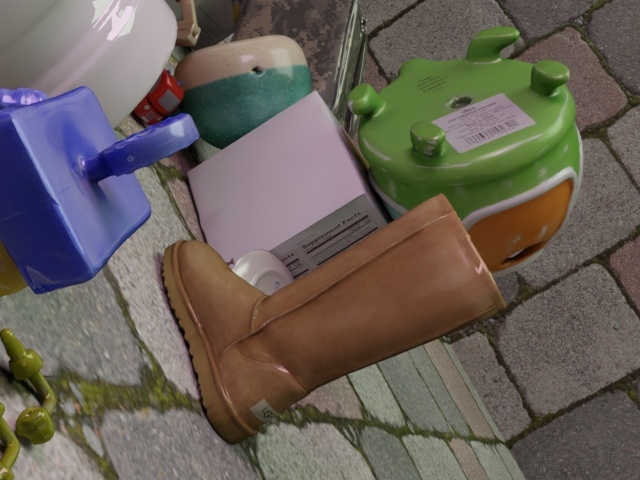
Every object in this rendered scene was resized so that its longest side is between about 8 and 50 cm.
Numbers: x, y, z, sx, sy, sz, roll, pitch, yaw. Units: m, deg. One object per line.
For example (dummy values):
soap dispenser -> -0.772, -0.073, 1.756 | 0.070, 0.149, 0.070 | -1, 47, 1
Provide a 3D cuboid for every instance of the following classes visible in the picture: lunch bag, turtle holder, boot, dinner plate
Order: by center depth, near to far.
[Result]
boot -> 0.004, 0.036, 0.907 | 0.089, 0.269, 0.236 | 49, 13, -54
dinner plate -> -0.054, 0.078, 1.055 | 0.141, 0.017, 0.141 | 25, 60, -55
turtle holder -> 0.153, -0.094, 1.147 | 0.320, 0.243, 0.228 | 18, -42, 44
lunch bag -> -0.031, -0.269, 1.690 | 0.256, 0.212, 0.305 | 72, 27, -66

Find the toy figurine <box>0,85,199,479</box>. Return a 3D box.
toy figurine -> -0.128, 0.020, 0.424 | 0.191, 0.217, 0.362 | 57, 10, -8

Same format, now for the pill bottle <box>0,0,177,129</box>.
pill bottle -> -0.252, -0.212, 0.552 | 0.363, 0.210, 0.210 | 51, 11, -37

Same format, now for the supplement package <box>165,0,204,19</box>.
supplement package -> -0.241, -0.447, 1.447 | 0.203, 0.194, 0.149 | 59, 10, 3

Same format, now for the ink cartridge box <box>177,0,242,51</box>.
ink cartridge box -> -0.188, -0.475, 1.711 | 0.171, 0.232, 0.168 | 62, 11, 24

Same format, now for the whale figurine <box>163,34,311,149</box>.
whale figurine -> -0.110, -0.179, 1.322 | 0.272, 0.216, 0.141 | 167, -92, -72

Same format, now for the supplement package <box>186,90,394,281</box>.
supplement package -> 0.000, 0.000, 1.239 | 0.263, 0.198, 0.199 | 48, 14, -46

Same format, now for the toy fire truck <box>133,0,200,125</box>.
toy fire truck -> -0.195, -0.247, 1.211 | 0.192, 0.135, 0.047 | 63, 10, 30
